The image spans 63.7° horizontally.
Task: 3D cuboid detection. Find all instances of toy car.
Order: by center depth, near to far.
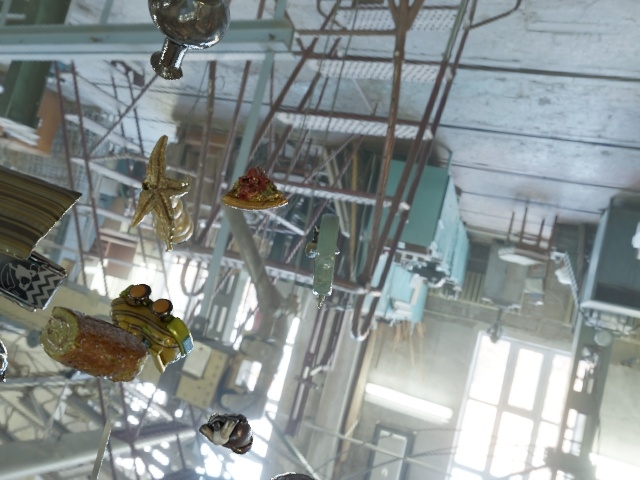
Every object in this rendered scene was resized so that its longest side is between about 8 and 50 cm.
[{"bbox_3d":[-0.455,0.234,1.341,0.248,0.142,0.200,26,141,25],"label":"toy car"}]

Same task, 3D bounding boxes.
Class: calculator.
[{"bbox_3d":[-0.764,0.057,1.232,0.274,0.166,0.028,36,-156,-18],"label":"calculator"}]

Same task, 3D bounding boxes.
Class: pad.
[{"bbox_3d":[-0.516,0.547,1.167,0.002,0.266,0.176,17,160,-21],"label":"pad"}]

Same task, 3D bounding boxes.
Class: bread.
[{"bbox_3d":[-0.440,0.206,1.002,0.132,0.103,0.172,15,160,39],"label":"bread"}]

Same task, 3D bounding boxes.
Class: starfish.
[{"bbox_3d":[-0.347,-0.112,1.164,0.050,0.247,0.138,0,155,26],"label":"starfish"}]

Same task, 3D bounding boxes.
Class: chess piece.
[{"bbox_3d":[-0.527,-0.108,1.783,0.143,0.142,0.261,14,149,3],"label":"chess piece"}]

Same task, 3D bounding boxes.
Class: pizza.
[{"bbox_3d":[-0.213,-0.174,1.616,0.201,0.193,0.053,-6,142,-11],"label":"pizza"}]

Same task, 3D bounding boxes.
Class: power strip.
[{"bbox_3d":[0.010,0.057,1.156,0.044,0.216,0.137,7,-148,2],"label":"power strip"}]

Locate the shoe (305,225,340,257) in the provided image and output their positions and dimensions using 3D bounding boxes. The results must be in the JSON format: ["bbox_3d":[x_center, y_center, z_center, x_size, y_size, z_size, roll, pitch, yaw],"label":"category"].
[{"bbox_3d":[0.000,0.000,1.650,0.071,0.099,0.169,-18,165,26],"label":"shoe"}]

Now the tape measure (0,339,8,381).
[{"bbox_3d":[-0.866,0.298,1.229,0.202,0.223,0.135,-22,-121,-45],"label":"tape measure"}]

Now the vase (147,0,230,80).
[{"bbox_3d":[-0.212,-0.321,0.789,0.120,0.120,0.183,17,148,-24],"label":"vase"}]

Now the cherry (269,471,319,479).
[{"bbox_3d":[-0.064,0.625,1.123,0.300,0.203,0.230,-30,172,38],"label":"cherry"}]

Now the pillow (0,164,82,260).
[{"bbox_3d":[-0.638,-0.063,1.048,0.208,0.212,0.052,20,135,-3],"label":"pillow"}]

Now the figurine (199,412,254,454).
[{"bbox_3d":[-0.302,0.668,1.788,0.145,0.145,0.222,11,165,27],"label":"figurine"}]
